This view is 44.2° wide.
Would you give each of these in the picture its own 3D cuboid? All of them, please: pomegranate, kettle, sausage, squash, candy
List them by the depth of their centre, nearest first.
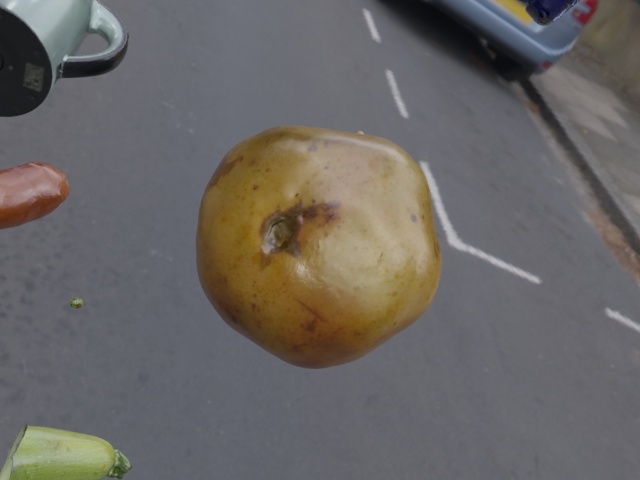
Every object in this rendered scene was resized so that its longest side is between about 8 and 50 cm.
[{"bbox_3d":[-0.382,-0.287,1.087,0.221,0.161,0.236,18,37,-8],"label":"kettle"},{"bbox_3d":[0.000,0.000,1.298,0.417,0.416,0.416,25,29,-15],"label":"pomegranate"},{"bbox_3d":[-0.498,0.423,1.568,0.288,0.137,0.137,7,38,-42],"label":"squash"},{"bbox_3d":[-0.497,0.131,1.606,0.025,0.083,0.023,-37,91,-20],"label":"candy"},{"bbox_3d":[-0.683,-0.097,1.769,0.133,0.133,0.258,42,36,16],"label":"sausage"}]

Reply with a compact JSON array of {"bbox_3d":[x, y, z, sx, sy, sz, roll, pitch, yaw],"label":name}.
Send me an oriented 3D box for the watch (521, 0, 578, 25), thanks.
[{"bbox_3d":[0.321,-0.429,1.152,0.200,0.171,0.196,48,-16,-4],"label":"watch"}]
